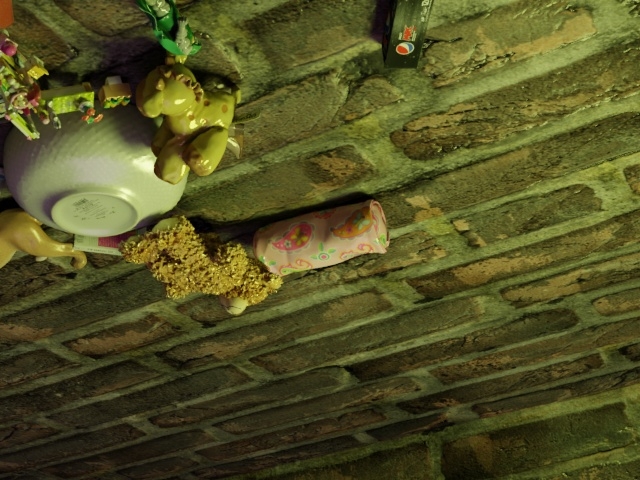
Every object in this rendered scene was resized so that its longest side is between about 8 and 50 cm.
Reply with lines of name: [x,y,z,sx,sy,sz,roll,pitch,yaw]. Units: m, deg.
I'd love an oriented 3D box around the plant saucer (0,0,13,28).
plant saucer: [-0.575,-0.382,1.416,0.258,0.048,0.259,2,150,-12]

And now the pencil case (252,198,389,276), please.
pencil case: [0.000,0.000,2.110,0.284,0.124,0.124,-15,149,16]

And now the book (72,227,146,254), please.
book: [-0.426,-0.019,2.038,0.144,0.096,0.035,9,149,-22]

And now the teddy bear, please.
teddy bear: [-0.235,0.059,1.978,0.245,0.113,0.338,-16,146,21]

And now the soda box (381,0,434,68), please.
soda box: [0.135,-0.343,1.589,0.060,0.053,0.169,-1,150,-6]

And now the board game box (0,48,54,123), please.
board game box: [-0.539,-0.261,1.637,0.141,0.048,0.170,-14,150,12]

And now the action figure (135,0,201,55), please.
action figure: [-0.232,-0.341,1.494,0.063,0.137,0.232,-23,157,6]

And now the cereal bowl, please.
cereal bowl: [-0.410,-0.104,1.846,0.339,0.141,0.339,-4,152,-2]

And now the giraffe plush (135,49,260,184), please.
giraffe plush: [-0.233,-0.218,1.660,0.210,0.181,0.170,-29,136,22]

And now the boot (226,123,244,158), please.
boot: [-0.183,-0.189,1.836,0.087,0.042,0.118,4,149,-4]

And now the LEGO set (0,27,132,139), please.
LEGO set: [-0.423,-0.220,1.597,0.132,0.107,0.287,-44,146,20]

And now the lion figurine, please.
lion figurine: [-0.660,0.024,2.002,0.392,0.142,0.240,-36,140,-9]

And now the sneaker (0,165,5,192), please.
sneaker: [-0.662,-0.070,1.926,0.071,0.083,0.190,14,147,-34]
